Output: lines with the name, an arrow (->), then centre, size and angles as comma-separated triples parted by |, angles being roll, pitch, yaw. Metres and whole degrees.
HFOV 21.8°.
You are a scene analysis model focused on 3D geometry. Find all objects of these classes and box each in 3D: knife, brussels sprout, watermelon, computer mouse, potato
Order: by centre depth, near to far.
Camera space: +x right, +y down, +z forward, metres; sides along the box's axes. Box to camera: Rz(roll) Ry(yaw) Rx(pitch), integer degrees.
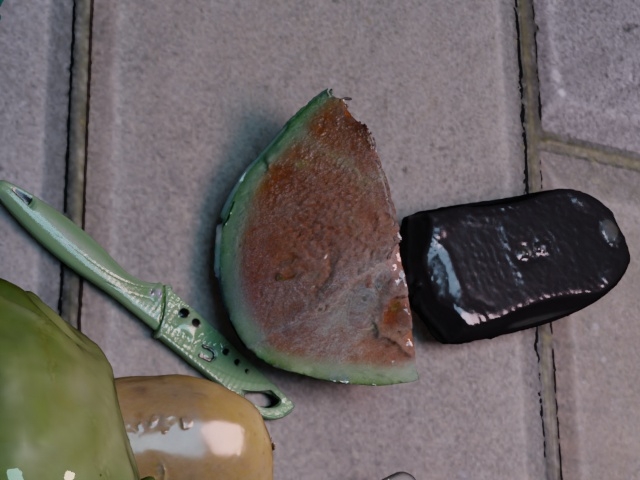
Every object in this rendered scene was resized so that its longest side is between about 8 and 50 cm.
brussels sprout -> -0.231, 0.184, 1.016 | 0.247, 0.328, 0.328 | 42, 53, -36
potato -> -0.121, 0.155, 1.198 | 0.178, 0.118, 0.109 | 0, 38, -21
knife -> -0.134, 0.046, 1.286 | 0.293, 0.020, 0.043 | 41, 55, -11
watermelon -> -0.014, 0.011, 1.333 | 0.146, 0.128, 0.231 | -12, 62, -6
computer mouse -> 0.163, 0.018, 1.439 | 0.217, 0.073, 0.122 | -10, 75, -26

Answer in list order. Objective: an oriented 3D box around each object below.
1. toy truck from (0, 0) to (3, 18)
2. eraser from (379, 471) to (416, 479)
toy truck -> -0.317, -0.120, 1.190 | 0.124, 0.114, 0.253 | 28, 59, -31
eraser -> 0.100, 0.355, 1.280 | 0.089, 0.061, 0.352 | -20, 82, -35
